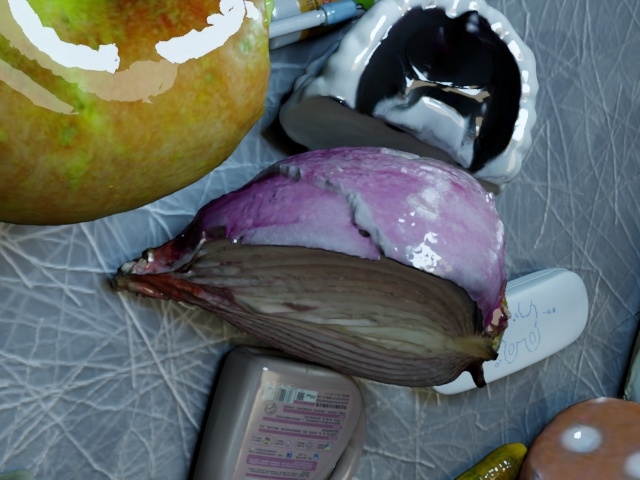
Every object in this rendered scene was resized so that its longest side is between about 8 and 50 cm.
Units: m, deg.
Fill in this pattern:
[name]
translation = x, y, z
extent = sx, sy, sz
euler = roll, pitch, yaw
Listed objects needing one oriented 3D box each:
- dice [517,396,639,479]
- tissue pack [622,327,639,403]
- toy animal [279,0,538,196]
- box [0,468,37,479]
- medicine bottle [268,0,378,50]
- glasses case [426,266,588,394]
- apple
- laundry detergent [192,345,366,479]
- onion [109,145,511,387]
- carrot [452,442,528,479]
[dice]
translation = 0.337, 0.297, 1.244
extent = 0.175, 0.179, 0.173
euler = -36, 127, -30
[tissue pack]
translation = 0.485, 0.099, 1.356
extent = 0.215, 0.123, 0.256
euler = 9, 101, -35
[toy animal]
translation = 0.084, -0.133, 1.019
extent = 0.208, 0.204, 0.155
euler = 27, 68, -15
[box]
translation = -0.283, 0.245, 0.944
extent = 0.079, 0.035, 0.083
euler = -4, 102, -32
[medicine bottle]
translation = -0.036, -0.200, 0.984
extent = 0.221, 0.092, 0.061
euler = -25, 116, -26
[glasses case]
translation = 0.201, 0.098, 1.210
extent = 0.234, 0.059, 0.092
euler = -17, 109, -28
[apple]
translation = -0.195, -0.173, 0.763
extent = 0.340, 0.340, 0.339
euler = -7, 102, -31
[laundry detergent]
translation = -0.039, 0.229, 1.071
extent = 0.171, 0.076, 0.237
euler = 12, 93, -34
[onion]
translation = 0.000, 0.000, 0.978
extent = 0.349, 0.267, 0.159
euler = 13, 59, 3
[carrot]
translation = 0.163, 0.276, 1.232
extent = 0.171, 0.042, 0.042
euler = -24, 111, -25
